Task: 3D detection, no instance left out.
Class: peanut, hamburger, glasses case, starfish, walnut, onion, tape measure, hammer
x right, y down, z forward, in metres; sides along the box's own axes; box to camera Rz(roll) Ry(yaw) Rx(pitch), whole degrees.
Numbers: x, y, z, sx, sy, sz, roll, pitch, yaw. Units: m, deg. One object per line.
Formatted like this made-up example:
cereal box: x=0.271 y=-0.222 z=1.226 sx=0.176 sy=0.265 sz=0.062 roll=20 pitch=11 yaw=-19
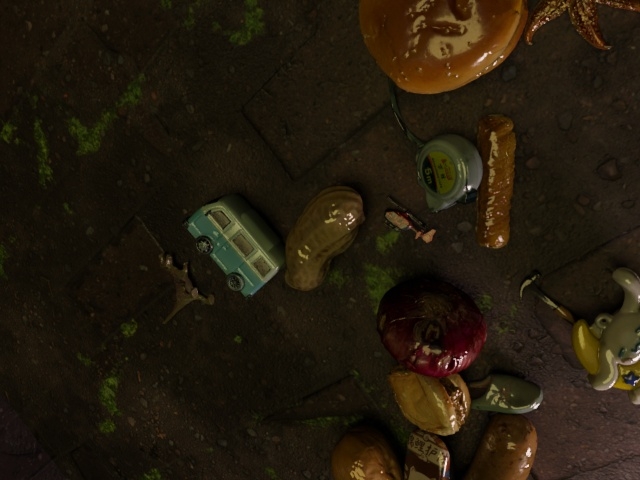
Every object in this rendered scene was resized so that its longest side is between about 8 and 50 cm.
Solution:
peanut: x=0.000 y=0.000 z=1.213 sx=0.153 sy=0.140 sz=0.325 roll=8 pitch=128 yaw=-25
hamburger: x=0.226 y=-0.438 z=0.943 sx=0.314 sy=0.170 sz=0.290 roll=-27 pitch=89 yaw=30
hamburger: x=0.267 y=0.381 z=1.209 sx=0.213 sy=0.108 sz=0.214 roll=32 pitch=137 yaw=36
glasses case: x=0.277 y=0.636 z=1.263 sx=0.122 sy=0.082 sz=0.322 roll=15 pitch=109 yaw=51
starfish: x=0.477 y=-0.455 z=0.898 sx=0.227 sy=0.043 sz=0.240 roll=48 pitch=122 yaw=3
walnut: x=0.130 y=0.618 z=1.336 sx=0.193 sy=0.193 sz=0.226 roll=-34 pitch=97 yaw=29
onion: x=0.244 y=0.198 z=1.119 sx=0.246 sy=0.246 sz=0.190 roll=23 pitch=125 yaw=15
tape measure: x=0.246 y=-0.229 z=1.051 sx=0.164 sy=0.084 sz=0.331 roll=-14 pitch=95 yaw=52
hammer: x=0.530 y=0.156 z=1.095 sx=0.201 sy=0.021 sz=0.078 roll=40 pitch=114 yaw=6

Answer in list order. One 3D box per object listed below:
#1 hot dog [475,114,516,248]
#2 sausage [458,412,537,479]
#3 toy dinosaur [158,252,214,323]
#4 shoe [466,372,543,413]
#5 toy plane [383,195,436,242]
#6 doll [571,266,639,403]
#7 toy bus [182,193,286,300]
hot dog: x=0.370 y=-0.119 z=1.047 sx=0.082 sy=0.068 sz=0.289 roll=0 pitch=107 yaw=16
sausage: x=0.413 y=0.630 z=1.249 sx=0.136 sy=0.123 sz=0.501 roll=13 pitch=118 yaw=-7
toy dinosaur: x=-0.422 y=0.165 z=1.506 sx=0.199 sy=0.072 sz=0.252 roll=13 pitch=125 yaw=30
shoe: x=0.422 y=0.360 z=1.178 sx=0.195 sy=0.079 sz=0.078 roll=-13 pitch=121 yaw=33
toy plane: x=0.202 y=-0.042 z=1.164 sx=0.145 sy=0.037 sz=0.060 roll=37 pitch=108 yaw=13
doll: x=0.644 y=0.211 z=1.012 sx=0.237 sy=0.111 sz=0.252 roll=32 pitch=114 yaw=10
toy bus: x=-0.215 y=-0.001 z=1.309 sx=0.164 sy=0.133 sz=0.271 roll=-40 pitch=92 yaw=24
